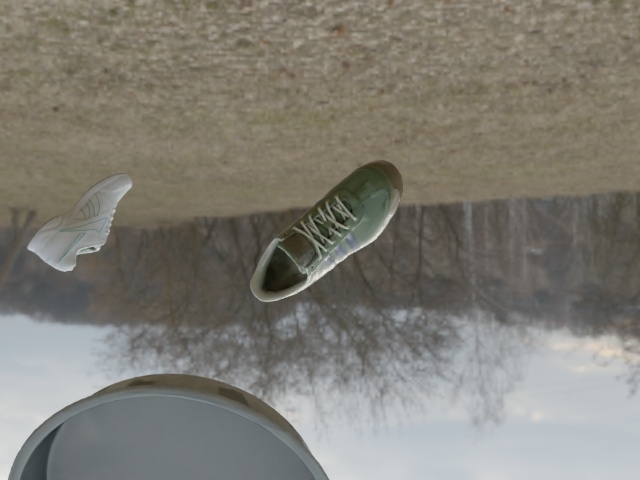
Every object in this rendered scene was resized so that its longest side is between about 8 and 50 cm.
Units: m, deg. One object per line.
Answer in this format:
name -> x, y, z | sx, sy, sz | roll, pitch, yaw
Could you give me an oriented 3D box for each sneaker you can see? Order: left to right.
sneaker -> -0.269, -0.021, 0.993 | 0.152, 0.061, 0.054 | -49, -176, -34
sneaker -> 0.000, 0.000, 0.839 | 0.192, 0.064, 0.086 | -44, 172, 34

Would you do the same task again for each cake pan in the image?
cake pan -> -0.125, 0.239, 0.748 | 0.293, 0.293, 0.054 | 0, -157, 4
